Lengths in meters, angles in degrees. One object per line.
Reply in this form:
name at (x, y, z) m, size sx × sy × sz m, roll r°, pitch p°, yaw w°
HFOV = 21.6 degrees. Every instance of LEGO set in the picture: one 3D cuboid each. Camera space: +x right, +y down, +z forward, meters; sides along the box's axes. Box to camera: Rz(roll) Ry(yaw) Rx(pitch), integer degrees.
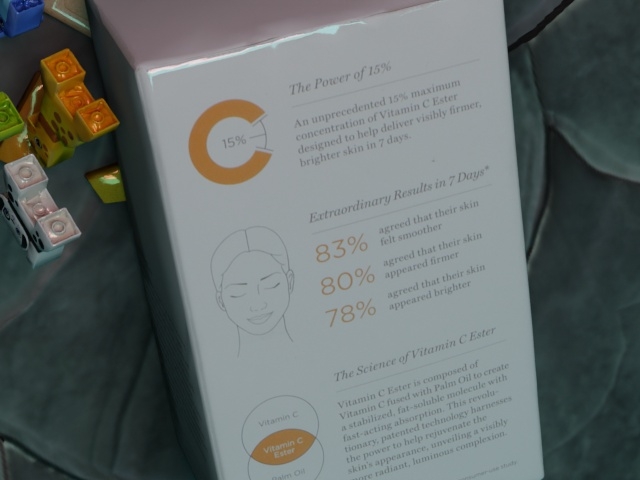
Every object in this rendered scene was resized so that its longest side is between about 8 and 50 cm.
LEGO set at (-0.188, -0.085, 1.013) m, size 0.087 × 0.093 × 0.227 m, roll -26°, pitch 74°, yaw -26°

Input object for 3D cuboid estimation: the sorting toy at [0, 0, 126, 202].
sorting toy at (-0.069, -0.152, 1.081) m, size 0.229 × 0.041 × 0.307 m, roll 28°, pitch 96°, yaw -23°

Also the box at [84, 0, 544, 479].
box at (0.000, 0.000, 1.057) m, size 0.215 × 0.168 × 0.345 m, roll -15°, pitch 118°, yaw -13°
